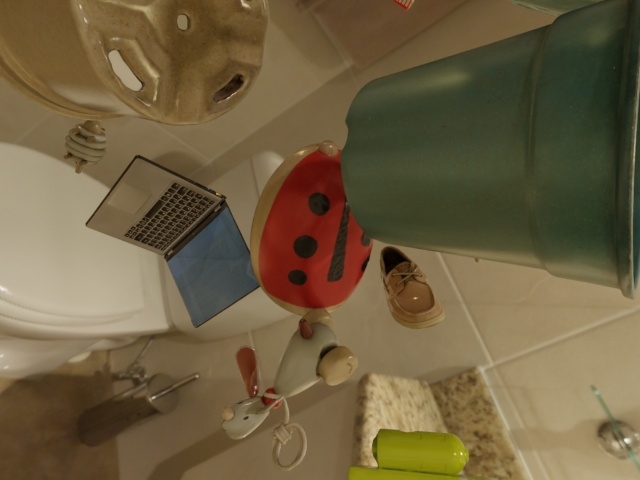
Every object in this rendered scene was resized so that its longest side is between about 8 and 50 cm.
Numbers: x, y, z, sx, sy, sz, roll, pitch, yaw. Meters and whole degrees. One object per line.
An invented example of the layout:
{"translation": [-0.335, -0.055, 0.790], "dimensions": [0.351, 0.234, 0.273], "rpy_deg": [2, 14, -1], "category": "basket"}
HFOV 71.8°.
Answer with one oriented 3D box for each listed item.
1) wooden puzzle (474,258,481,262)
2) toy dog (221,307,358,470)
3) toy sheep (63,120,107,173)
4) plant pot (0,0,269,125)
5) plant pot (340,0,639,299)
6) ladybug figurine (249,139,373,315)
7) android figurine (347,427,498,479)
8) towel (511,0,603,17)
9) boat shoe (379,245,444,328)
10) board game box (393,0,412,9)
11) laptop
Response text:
{"translation": [0.365, -0.101, 0.865], "dimensions": [0.044, 0.238, 0.221], "rpy_deg": [27, -31, 53], "category": "wooden puzzle"}
{"translation": [-0.080, 0.273, 0.912], "dimensions": [0.220, 0.334, 0.161], "rpy_deg": [20, -22, 42], "category": "toy dog"}
{"translation": [-0.512, -0.205, 0.962], "dimensions": [0.091, 0.132, 0.091], "rpy_deg": [31, 17, -11], "category": "toy sheep"}
{"translation": [-0.240, -0.291, 0.563], "dimensions": [0.305, 0.334, 0.334], "rpy_deg": [29, -5, 39], "category": "plant pot"}
{"translation": [0.231, -0.113, 0.591], "dimensions": [0.341, 0.334, 0.341], "rpy_deg": [-6, 98, -51], "category": "plant pot"}
{"translation": [0.000, 0.000, 1.002], "dimensions": [0.162, 0.305, 0.449], "rpy_deg": [48, -38, 48], "category": "ladybug figurine"}
{"translation": [0.110, 0.326, 0.444], "dimensions": [0.056, 0.272, 0.248], "rpy_deg": [53, 39, -61], "category": "android figurine"}
{"translation": [0.573, -0.621, 0.900], "dimensions": [0.090, 0.320, 0.374], "rpy_deg": [8, 31, -35], "category": "towel"}
{"translation": [0.217, 0.114, 1.155], "dimensions": [0.341, 0.121, 0.110], "rpy_deg": [-118, -170, -69], "category": "boat shoe"}
{"translation": [0.231, -0.763, 1.209], "dimensions": [0.146, 0.193, 0.045], "rpy_deg": [35, 56, 1], "category": "board game box"}
{"translation": [-0.430, 0.031, 1.265], "dimensions": [0.408, 0.382, 0.236], "rpy_deg": [27, 46, -33], "category": "laptop"}
